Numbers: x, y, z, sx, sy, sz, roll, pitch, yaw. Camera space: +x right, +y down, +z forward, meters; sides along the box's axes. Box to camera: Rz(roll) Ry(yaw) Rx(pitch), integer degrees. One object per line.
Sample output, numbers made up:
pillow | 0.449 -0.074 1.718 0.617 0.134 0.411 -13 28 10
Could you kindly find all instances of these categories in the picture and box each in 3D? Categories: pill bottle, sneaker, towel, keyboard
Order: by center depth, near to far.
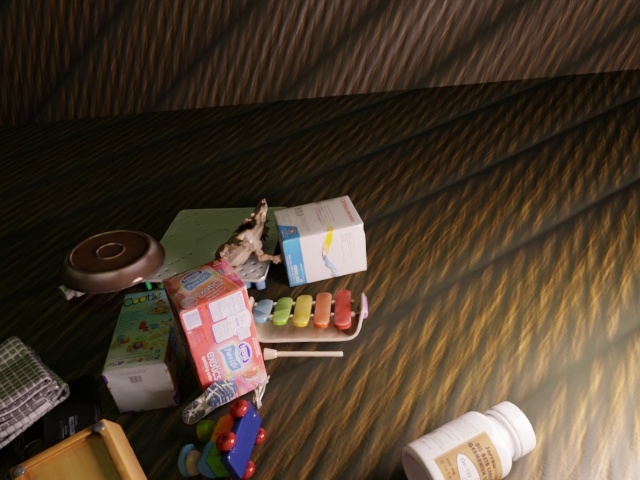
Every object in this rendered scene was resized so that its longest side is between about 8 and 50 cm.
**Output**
pill bottle | 0.280 0.397 1.098 0.229 0.131 0.131 -21 36 -18
sneaker | -0.245 0.351 1.285 0.135 0.058 0.052 -28 79 -23
keyboard | -0.593 0.438 1.312 0.202 0.033 0.317 -17 34 -16
towel | -0.751 0.364 1.335 0.284 0.121 0.235 -38 36 -29
pill bottle | -0.720 0.130 1.757 0.065 0.065 0.116 22 44 37

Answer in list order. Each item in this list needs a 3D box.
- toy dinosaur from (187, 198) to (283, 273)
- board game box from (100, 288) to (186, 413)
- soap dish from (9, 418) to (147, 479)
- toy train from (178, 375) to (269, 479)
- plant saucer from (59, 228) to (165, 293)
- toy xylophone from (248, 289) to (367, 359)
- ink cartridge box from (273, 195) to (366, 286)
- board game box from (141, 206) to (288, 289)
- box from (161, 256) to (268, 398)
toy dinosaur | -0.239 0.024 1.685 0.296 0.127 0.200 -33 28 -8
board game box | -0.414 0.261 1.432 0.145 0.142 0.275 -8 34 0
soap dish | -0.439 0.493 1.093 0.229 0.118 0.291 -25 46 -24
toy train | -0.198 0.393 1.251 0.144 0.105 0.248 -16 26 20
plant saucer | -0.631 0.048 1.769 0.311 0.050 0.310 -1 33 1
toy xylophone | -0.036 0.202 1.450 0.323 0.081 0.236 -5 19 -3
ink cartridge box | 0.000 0.000 1.705 0.233 0.168 0.171 -12 35 -6
board game box | -0.319 0.020 1.849 0.390 0.050 0.390 -1 35 11
box | -0.233 0.210 1.328 0.154 0.299 0.142 -22 37 -19
